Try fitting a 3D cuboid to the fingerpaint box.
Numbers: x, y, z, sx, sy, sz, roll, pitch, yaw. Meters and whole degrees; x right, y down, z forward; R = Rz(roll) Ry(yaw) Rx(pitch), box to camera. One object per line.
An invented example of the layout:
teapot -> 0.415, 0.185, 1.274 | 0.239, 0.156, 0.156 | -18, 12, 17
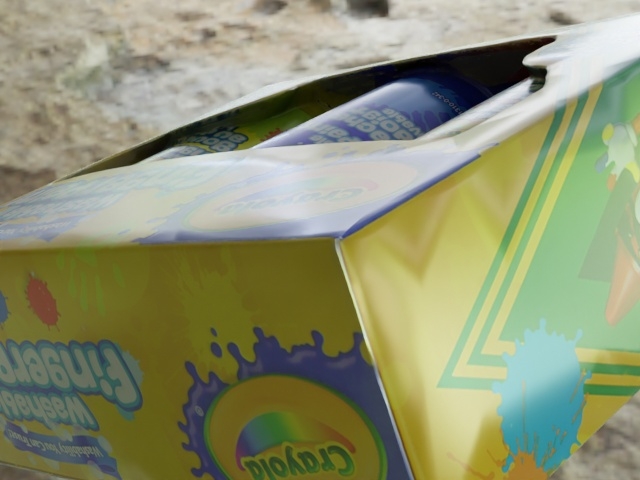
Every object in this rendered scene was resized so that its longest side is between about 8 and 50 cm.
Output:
fingerpaint box -> 0.000, 0.000, 0.723 | 0.371, 0.163, 0.445 | -31, -161, -38
